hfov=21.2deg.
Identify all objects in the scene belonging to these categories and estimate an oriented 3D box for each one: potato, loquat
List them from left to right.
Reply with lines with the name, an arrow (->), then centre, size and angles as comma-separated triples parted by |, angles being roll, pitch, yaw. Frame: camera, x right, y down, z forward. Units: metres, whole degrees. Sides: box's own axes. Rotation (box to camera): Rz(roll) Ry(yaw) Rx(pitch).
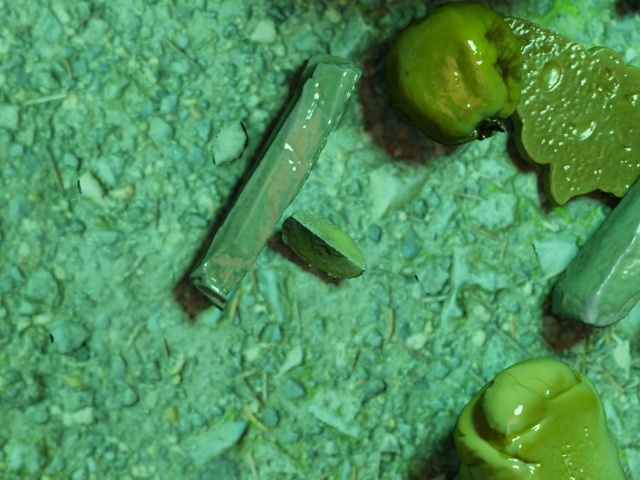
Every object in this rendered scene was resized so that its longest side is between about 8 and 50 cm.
potato -> 0.000, 0.001, 1.613 | 0.093, 0.037, 0.036 | 36, 42, -19
loquat -> 0.127, -0.155, 1.605 | 0.137, 0.113, 0.137 | 3, 78, -12

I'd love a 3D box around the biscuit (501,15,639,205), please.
biscuit -> 0.252, -0.126, 1.683 | 0.250, 0.035, 0.162 | 47, 74, -16

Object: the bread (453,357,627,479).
bread -> 0.218, 0.260, 1.617 | 0.172, 0.121, 0.311 | -26, 105, -36

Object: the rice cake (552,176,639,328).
rice cake -> 0.373, -0.069, 1.669 | 0.064, 0.070, 0.399 | 42, 86, -27

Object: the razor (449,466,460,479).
razor -> 0.102, 0.282, 1.638 | 0.068, 0.037, 0.191 | 43, 72, -25

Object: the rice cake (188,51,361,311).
rice cake -> -0.043, -0.060, 1.590 | 0.055, 0.049, 0.270 | 29, 82, -11
